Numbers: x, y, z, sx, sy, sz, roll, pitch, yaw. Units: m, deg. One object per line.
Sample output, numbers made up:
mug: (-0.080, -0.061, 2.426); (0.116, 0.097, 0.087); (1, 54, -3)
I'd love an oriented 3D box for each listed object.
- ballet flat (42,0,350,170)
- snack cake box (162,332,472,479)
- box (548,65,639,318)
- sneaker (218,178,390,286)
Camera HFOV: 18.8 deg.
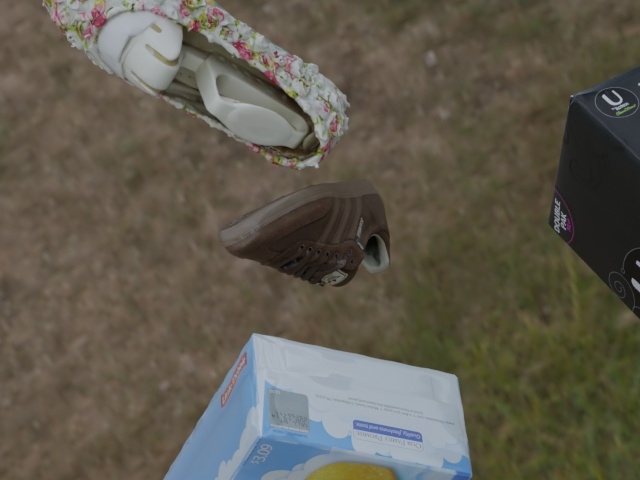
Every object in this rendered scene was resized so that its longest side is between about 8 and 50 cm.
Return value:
ballet flat: (-0.084, -0.122, 1.358); (0.091, 0.241, 0.077); (-56, 17, 31)
snack cake box: (-0.023, 0.187, 1.328); (0.152, 0.264, 0.089); (12, 46, -20)
box: (0.118, -0.009, 0.600); (0.052, 0.062, 0.083); (-24, 54, -23)
sneaker: (0.000, 0.000, 1.401); (0.066, 0.071, 0.188); (-27, -6, 33)
